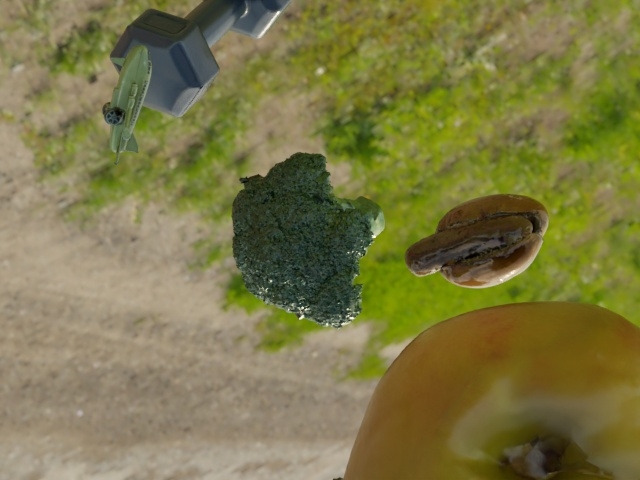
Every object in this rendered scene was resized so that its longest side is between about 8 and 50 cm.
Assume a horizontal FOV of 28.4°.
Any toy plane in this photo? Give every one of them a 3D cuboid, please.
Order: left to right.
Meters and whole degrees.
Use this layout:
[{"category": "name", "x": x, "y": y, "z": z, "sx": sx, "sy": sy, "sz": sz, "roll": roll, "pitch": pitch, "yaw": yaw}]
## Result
[{"category": "toy plane", "x": -0.183, "y": -0.129, "z": 1.187, "sx": 0.040, "sy": 0.102, "sz": 0.111, "roll": 5, "pitch": 106, "yaw": -16}]

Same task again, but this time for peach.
[{"category": "peach", "x": 0.158, "y": 0.200, "z": 0.992, "sx": 0.289, "sy": 0.289, "sz": 0.308, "roll": -28, "pitch": 157, "yaw": -7}]

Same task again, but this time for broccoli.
[{"category": "broccoli", "x": 0.000, "y": 0.000, "z": 1.928, "sx": 0.269, "sy": 0.269, "sz": 0.254, "roll": -12, "pitch": 173, "yaw": -45}]

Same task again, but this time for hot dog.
[{"category": "hot dog", "x": 0.147, "y": 0.000, "z": 1.196, "sx": 0.140, "sy": 0.090, "sz": 0.060, "roll": -10, "pitch": 155, "yaw": 42}]

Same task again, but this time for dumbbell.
[{"category": "dumbbell", "x": -0.171, "y": -0.321, "z": 1.889, "sx": 0.156, "sy": 0.143, "sz": 0.316, "roll": -45, "pitch": -174, "yaw": 47}]

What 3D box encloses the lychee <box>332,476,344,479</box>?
[{"category": "lychee", "x": 0.066, "y": 0.398, "z": 1.491, "sx": 0.300, "sy": 0.300, "sz": 0.300, "roll": -27, "pitch": 163, "yaw": -9}]
